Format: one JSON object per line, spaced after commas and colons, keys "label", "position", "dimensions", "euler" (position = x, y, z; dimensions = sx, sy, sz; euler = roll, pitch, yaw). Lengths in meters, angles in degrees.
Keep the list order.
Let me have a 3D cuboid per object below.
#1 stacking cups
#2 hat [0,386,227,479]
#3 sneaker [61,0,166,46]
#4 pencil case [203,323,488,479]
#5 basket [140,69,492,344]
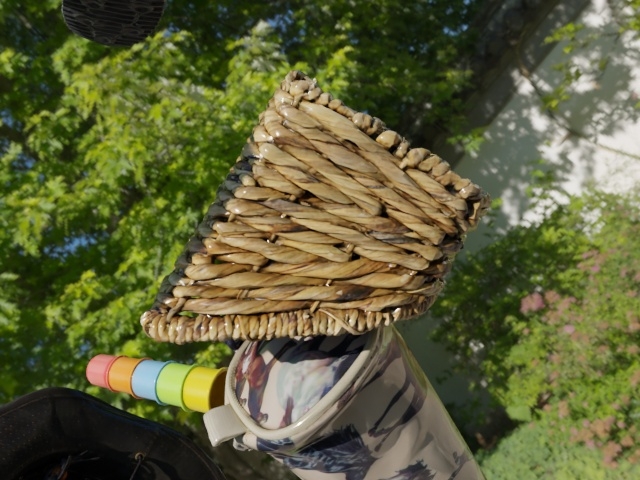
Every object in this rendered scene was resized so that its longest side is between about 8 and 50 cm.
{"label": "stacking cups", "position": [-0.312, 0.262, 1.212], "dimensions": [0.096, 0.316, 0.096], "euler": [-19, -68, -60]}
{"label": "hat", "position": [-0.242, 0.318, 0.618], "dimensions": [0.134, 0.331, 0.331], "euler": [-47, -12, 29]}
{"label": "sneaker", "position": [-0.205, -0.328, 0.664], "dimensions": [0.112, 0.131, 0.319], "euler": [8, -18, -25]}
{"label": "pencil case", "position": [0.056, 0.225, 0.658], "dimensions": [0.183, 0.160, 0.410], "euler": [-32, -54, 2]}
{"label": "basket", "position": [0.000, 0.000, 0.583], "dimensions": [0.223, 0.213, 0.299], "euler": [-59, 10, 6]}
